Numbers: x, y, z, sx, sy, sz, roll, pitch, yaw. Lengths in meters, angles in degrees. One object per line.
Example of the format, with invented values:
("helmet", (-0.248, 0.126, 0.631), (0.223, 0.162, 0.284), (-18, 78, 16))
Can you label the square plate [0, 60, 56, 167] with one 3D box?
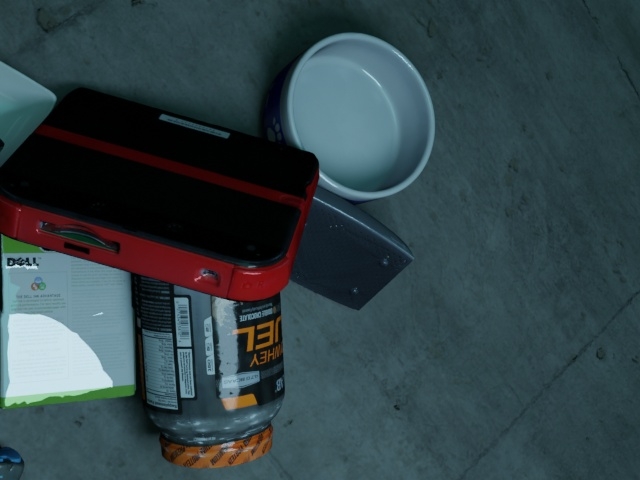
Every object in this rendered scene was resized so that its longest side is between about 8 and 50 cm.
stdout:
("square plate", (-0.584, -0.140, 1.179), (0.347, 0.049, 0.344), (32, 71, -18))

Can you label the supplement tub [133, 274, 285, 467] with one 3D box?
("supplement tub", (-0.157, 0.136, 1.289), (0.207, 0.207, 0.338), (-6, 98, -25))

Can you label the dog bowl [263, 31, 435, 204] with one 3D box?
("dog bowl", (0.046, -0.189, 1.437), (0.265, 0.104, 0.265), (4, 81, -27))

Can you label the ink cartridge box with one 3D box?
("ink cartridge box", (-0.362, 0.093, 1.252), (0.188, 0.097, 0.255), (0, 88, -34))

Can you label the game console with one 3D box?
("game console", (-0.206, -0.072, 1.191), (0.386, 0.342, 0.060), (16, 122, -1))

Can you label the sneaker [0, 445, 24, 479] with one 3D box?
("sneaker", (-0.562, 0.342, 1.156), (0.341, 0.125, 0.140), (6, 91, -22))

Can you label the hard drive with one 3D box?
("hard drive", (0.000, 0.000, 1.403), (0.254, 0.172, 0.054), (29, 40, -18))

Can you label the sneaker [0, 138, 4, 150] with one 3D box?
("sneaker", (-0.512, -0.050, 1.120), (0.153, 0.099, 0.282), (35, 68, -15))
